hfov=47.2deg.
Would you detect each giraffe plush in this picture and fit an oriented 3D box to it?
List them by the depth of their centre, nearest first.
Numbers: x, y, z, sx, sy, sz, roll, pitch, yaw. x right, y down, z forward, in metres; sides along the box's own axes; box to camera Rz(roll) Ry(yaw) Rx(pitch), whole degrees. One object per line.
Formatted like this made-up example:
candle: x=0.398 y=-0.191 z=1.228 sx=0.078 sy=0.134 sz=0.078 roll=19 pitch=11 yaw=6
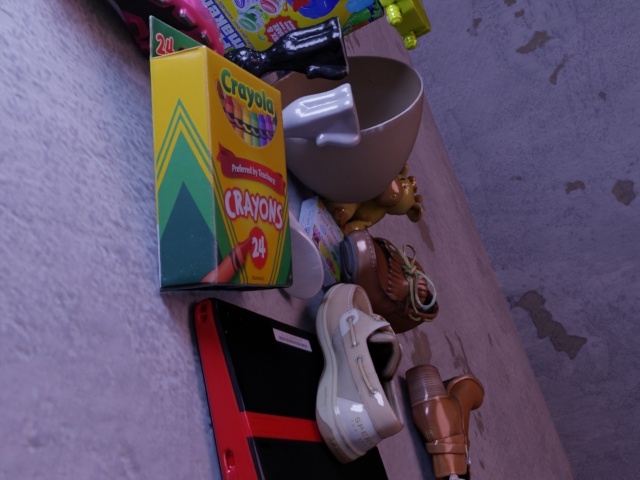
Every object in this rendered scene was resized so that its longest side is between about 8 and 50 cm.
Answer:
giraffe plush: x=0.108 y=-0.073 z=1.437 sx=0.182 sy=0.170 sz=0.210 roll=68 pitch=20 yaw=1

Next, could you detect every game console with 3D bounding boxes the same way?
game console: x=-0.018 y=0.265 z=0.942 sx=0.386 sy=0.060 sz=0.342 roll=33 pitch=33 yaw=-59

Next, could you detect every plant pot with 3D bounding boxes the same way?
plant pot: x=0.047 y=-0.179 z=1.305 sx=0.284 sy=0.283 sz=0.191 roll=-87 pitch=169 yaw=-51

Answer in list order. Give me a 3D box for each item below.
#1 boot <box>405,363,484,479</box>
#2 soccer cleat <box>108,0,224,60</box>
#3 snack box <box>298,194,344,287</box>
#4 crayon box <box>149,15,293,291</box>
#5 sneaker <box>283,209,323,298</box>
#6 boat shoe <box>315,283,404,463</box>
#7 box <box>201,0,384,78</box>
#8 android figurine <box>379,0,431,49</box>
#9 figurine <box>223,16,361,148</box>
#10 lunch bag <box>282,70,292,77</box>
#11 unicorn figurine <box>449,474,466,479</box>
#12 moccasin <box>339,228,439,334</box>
boot: x=0.276 y=0.379 z=1.473 sx=0.283 sy=0.109 sz=0.220 roll=35 pitch=36 yaw=-53
soccer cleat: x=-0.228 y=-0.344 z=0.924 sx=0.331 sy=0.116 sz=0.143 roll=38 pitch=46 yaw=-52
snack box: x=0.000 y=0.000 z=1.276 sx=0.100 sy=0.037 sz=0.141 roll=58 pitch=21 yaw=-28
crayon box: x=-0.118 y=-0.099 z=0.899 sx=0.202 sy=0.081 sz=0.319 roll=9 pitch=76 yaw=-67
sneaker: x=-0.058 y=-0.015 z=1.102 sx=0.212 sy=0.080 sz=0.094 roll=61 pitch=9 yaw=-14
boat shoe: x=0.067 y=0.167 z=1.049 sx=0.122 sy=0.110 sz=0.341 roll=53 pitch=19 yaw=-26
box: x=-0.089 y=-0.453 z=1.176 sx=0.290 sy=0.279 sz=0.177 roll=49 pitch=28 yaw=-41
android figurine: x=0.104 y=-0.421 z=1.147 sx=0.248 sy=0.056 sz=0.273 roll=35 pitch=38 yaw=-56
figurine: x=-0.055 y=-0.226 z=1.133 sx=0.092 sy=0.209 sz=0.215 roll=66 pitch=14 yaw=-63
lunch bag: x=-0.042 y=-0.337 z=1.493 sx=0.098 sy=0.065 sz=0.067 roll=-66 pitch=146 yaw=-65
unicorn figurine: x=0.266 y=0.480 z=1.341 sx=0.111 sy=0.060 sz=0.162 roll=-95 pitch=171 yaw=-48
moccasin: x=0.136 y=0.078 z=1.324 sx=0.380 sy=0.146 sz=0.139 roll=52 pitch=26 yaw=-54
